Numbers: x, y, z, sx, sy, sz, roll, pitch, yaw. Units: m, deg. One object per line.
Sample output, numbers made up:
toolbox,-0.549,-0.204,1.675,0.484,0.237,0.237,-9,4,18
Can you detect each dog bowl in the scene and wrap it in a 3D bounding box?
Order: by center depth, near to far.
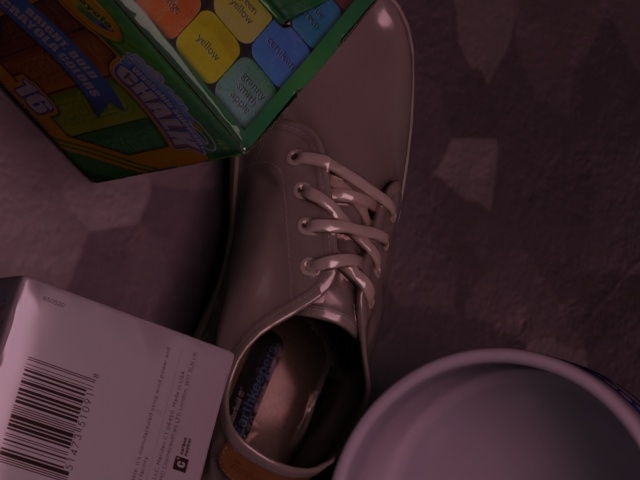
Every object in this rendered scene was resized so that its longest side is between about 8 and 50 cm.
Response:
dog bowl,0.144,0.215,1.326,0.104,0.265,0.265,16,75,-66

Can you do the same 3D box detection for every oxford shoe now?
oxford shoe,0.000,0.000,1.389,0.169,0.130,0.449,26,71,-28

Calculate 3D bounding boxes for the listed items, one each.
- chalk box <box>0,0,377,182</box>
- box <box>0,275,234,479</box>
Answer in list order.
chalk box,-0.096,-0.171,1.240,0.180,0.289,0.179,49,62,-20
box,-0.182,0.139,1.260,0.182,0.119,0.181,23,74,-31
